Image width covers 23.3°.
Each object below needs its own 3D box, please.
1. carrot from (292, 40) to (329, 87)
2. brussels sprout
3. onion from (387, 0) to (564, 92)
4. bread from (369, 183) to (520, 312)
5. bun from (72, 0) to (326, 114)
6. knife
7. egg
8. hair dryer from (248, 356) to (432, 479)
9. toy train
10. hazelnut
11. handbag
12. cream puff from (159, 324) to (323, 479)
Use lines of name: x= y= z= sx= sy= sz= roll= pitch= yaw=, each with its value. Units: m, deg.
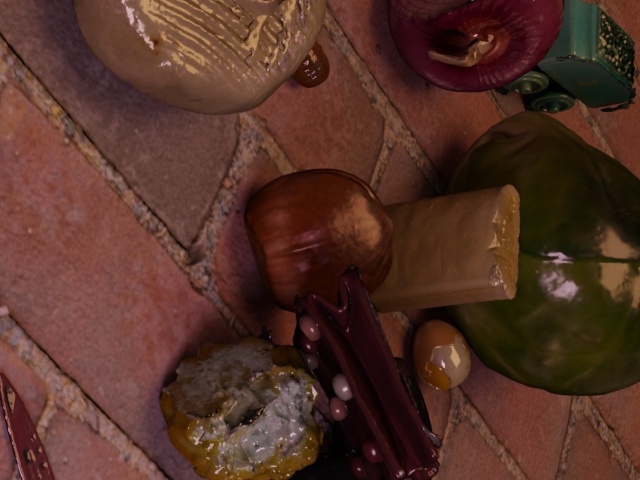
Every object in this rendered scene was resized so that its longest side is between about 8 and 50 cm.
carrot: x=-0.046 y=-0.249 z=1.688 sx=0.191 sy=0.047 sz=0.047 roll=59 pitch=40 yaw=-24
brussels sprout: x=0.288 y=0.012 z=1.907 sx=0.289 sy=0.281 sz=0.355 roll=1 pitch=51 yaw=-26
onion: x=0.197 y=-0.271 z=1.902 sx=0.207 sy=0.200 sz=0.200 roll=-44 pitch=130 yaw=-1
bread: x=0.139 y=0.010 z=1.782 sx=0.060 sy=0.178 sz=0.139 roll=30 pitch=57 yaw=-49
bun: x=-0.119 y=-0.243 z=1.475 sx=0.273 sy=0.168 sz=0.273 roll=2 pitch=87 yaw=-44
knife: x=-0.234 y=0.227 z=1.331 sx=0.035 sy=0.018 sz=0.247 roll=-25 pitch=103 yaw=-52
egg: x=0.143 y=0.135 z=1.856 sx=0.071 sy=0.071 sz=0.083 roll=-36 pitch=110 yaw=-52
hair dryer: x=-0.012 y=0.286 z=1.603 sx=0.359 sy=0.120 sz=0.304 roll=-6 pitch=98 yaw=-45
toy train: x=0.341 y=-0.251 z=2.145 sx=0.203 sy=0.163 sz=0.112 roll=24 pitch=63 yaw=-52
hazelnut: x=0.000 y=0.000 z=1.608 sx=0.150 sy=0.150 sz=0.150 roll=16 pitch=70 yaw=-53
handbag: x=0.041 y=0.150 z=1.497 sx=0.203 sy=0.074 sz=0.216 roll=98 pitch=-32 yaw=-74
cream puff: x=-0.073 y=0.171 z=1.486 sx=0.156 sy=0.121 sz=0.156 roll=-4 pitch=98 yaw=-31
